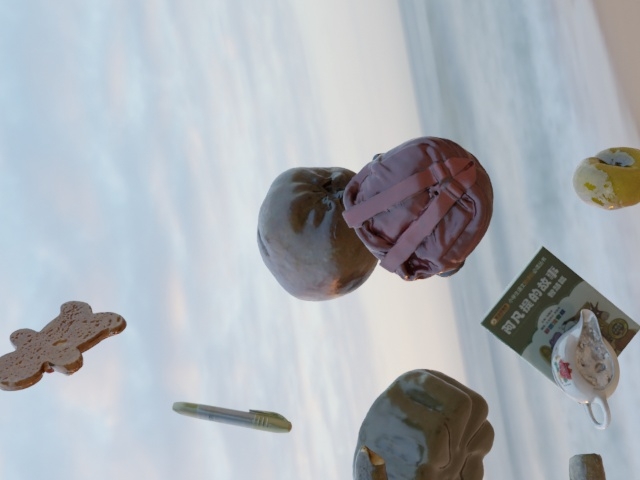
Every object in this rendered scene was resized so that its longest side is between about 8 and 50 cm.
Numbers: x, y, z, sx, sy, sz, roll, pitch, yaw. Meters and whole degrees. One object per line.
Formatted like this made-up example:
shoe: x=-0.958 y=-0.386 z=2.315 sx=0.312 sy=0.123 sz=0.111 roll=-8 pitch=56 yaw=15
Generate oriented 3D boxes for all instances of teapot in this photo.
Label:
teapot: x=0.510 y=0.252 z=1.986 sx=0.092 sy=0.145 sz=0.226 roll=137 pitch=124 yaw=-59

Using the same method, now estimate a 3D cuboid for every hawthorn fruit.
hawthorn fruit: x=0.000 y=0.000 z=2.136 sx=0.301 sy=0.267 sz=0.268 roll=100 pitch=169 yaw=-48

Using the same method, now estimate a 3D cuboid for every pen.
pen: x=-0.166 y=0.326 z=1.937 sx=0.032 sy=0.233 sz=0.040 roll=52 pitch=-132 yaw=-78

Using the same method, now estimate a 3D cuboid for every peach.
peach: x=0.616 y=-0.131 z=2.163 sx=0.179 sy=0.179 sz=0.103 roll=-86 pitch=-14 yaw=-66

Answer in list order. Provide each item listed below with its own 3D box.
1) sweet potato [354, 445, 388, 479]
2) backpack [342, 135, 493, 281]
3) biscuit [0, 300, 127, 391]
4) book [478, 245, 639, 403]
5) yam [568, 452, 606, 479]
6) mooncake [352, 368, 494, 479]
sweet potato: x=0.109 y=0.546 z=2.121 sx=0.077 sy=0.077 sz=0.244 roll=-39 pitch=-57 yaw=-83
backpack: x=0.154 y=-0.054 z=1.551 sx=0.139 sy=0.229 sz=0.229 roll=-22 pitch=-77 yaw=-60
biscuit: x=-0.604 y=0.243 z=2.325 sx=0.324 sy=0.205 sz=0.049 roll=-42 pitch=-40 yaw=-48
book: x=0.477 y=0.168 z=2.059 sx=0.264 sy=0.202 sz=0.027 roll=39 pitch=180 yaw=-5
yam: x=0.431 y=0.479 z=1.608 sx=0.066 sy=0.066 sz=0.300 roll=68 pitch=-162 yaw=-61
mooncake: x=0.256 y=0.500 z=2.438 sx=0.378 sy=0.200 sz=0.379 roll=-25 pitch=-55 yaw=-42
